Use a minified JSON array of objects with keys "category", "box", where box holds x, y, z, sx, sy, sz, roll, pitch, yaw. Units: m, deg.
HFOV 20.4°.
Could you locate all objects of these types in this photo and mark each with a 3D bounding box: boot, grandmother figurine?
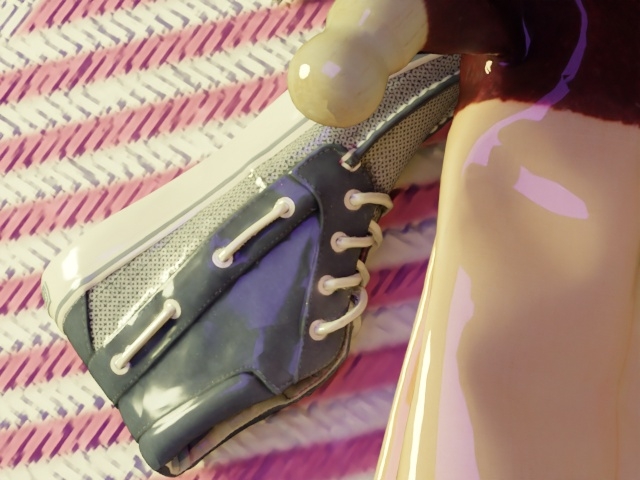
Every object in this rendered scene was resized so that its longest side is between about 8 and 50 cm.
[{"category":"boot","box":[0.000,0.000,0.621,0.190,0.069,0.086,-35,73,6]},{"category":"grandmother figurine","box":[0.076,-0.031,0.558,0.104,0.208,0.342,-7,67,45]}]
